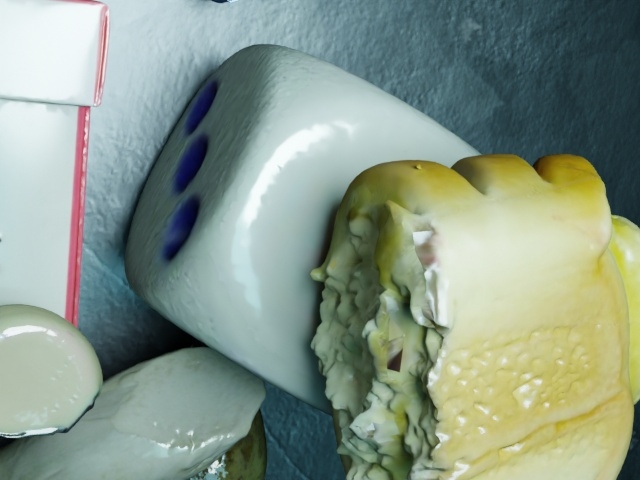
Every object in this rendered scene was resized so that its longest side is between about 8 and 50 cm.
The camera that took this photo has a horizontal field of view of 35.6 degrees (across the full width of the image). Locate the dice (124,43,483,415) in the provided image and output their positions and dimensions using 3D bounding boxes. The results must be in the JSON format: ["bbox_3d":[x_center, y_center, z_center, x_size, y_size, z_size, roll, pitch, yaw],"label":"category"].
[{"bbox_3d":[0.000,0.000,0.972,0.304,0.304,0.277,28,87,-23],"label":"dice"}]

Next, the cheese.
[{"bbox_3d":[-0.236,0.083,0.706,0.171,0.047,0.092,24,90,-29],"label":"cheese"}]

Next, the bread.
[{"bbox_3d":[0.120,0.078,0.764,0.270,0.211,0.316,-13,112,-28],"label":"bread"}]

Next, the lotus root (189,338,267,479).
[{"bbox_3d":[-0.122,0.209,1.059,0.138,0.138,0.214,8,92,-22],"label":"lotus root"}]

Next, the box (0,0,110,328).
[{"bbox_3d":[-0.361,-0.064,0.815,0.314,0.312,0.300,2,101,-23],"label":"box"}]

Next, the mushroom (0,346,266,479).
[{"bbox_3d":[-0.216,0.201,0.959,0.350,0.128,0.128,-22,109,15],"label":"mushroom"}]

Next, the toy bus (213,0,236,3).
[{"bbox_3d":[-0.144,-0.342,0.970,0.079,0.094,0.236,-42,110,-3],"label":"toy bus"}]
